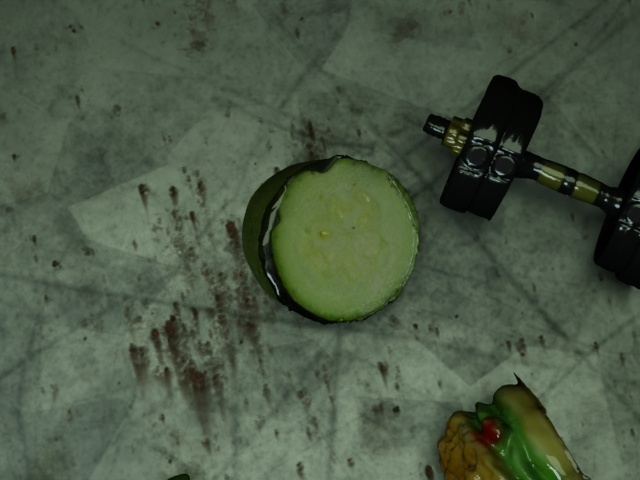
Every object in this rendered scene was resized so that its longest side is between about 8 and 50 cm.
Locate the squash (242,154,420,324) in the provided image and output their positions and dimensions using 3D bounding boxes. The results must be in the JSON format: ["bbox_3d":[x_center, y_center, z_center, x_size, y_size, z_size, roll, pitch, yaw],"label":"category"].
[{"bbox_3d":[0.013,0.003,1.897,0.220,0.133,0.220,1,86,-16],"label":"squash"}]

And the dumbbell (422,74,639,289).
[{"bbox_3d":[0.310,-0.073,1.857,0.388,0.185,0.185,22,81,3],"label":"dumbbell"}]

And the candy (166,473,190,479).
[{"bbox_3d":[-0.259,0.384,1.831,0.246,0.069,0.149,-13,79,7],"label":"candy"}]

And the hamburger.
[{"bbox_3d":[0.232,0.289,1.780,0.149,0.237,0.237,-29,82,-1],"label":"hamburger"}]
